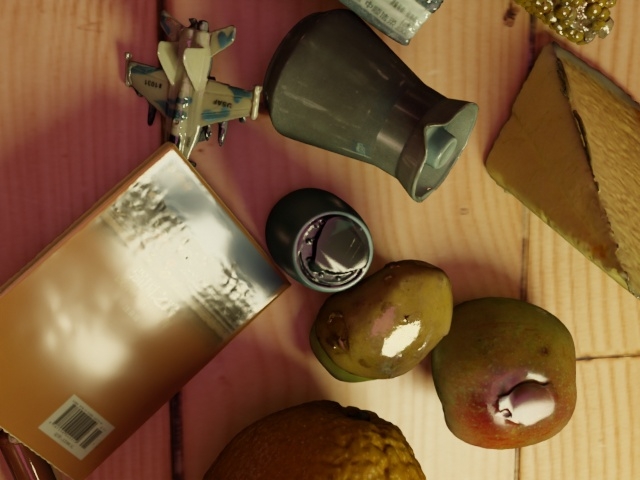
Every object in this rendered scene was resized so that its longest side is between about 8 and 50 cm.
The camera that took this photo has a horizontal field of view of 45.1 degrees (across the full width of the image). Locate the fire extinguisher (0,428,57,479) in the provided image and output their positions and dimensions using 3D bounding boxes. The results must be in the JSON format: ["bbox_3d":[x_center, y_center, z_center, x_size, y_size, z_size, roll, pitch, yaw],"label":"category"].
[{"bbox_3d":[-0.380,0.288,0.993,0.062,0.050,0.177,-32,106,-48],"label":"fire extinguisher"}]

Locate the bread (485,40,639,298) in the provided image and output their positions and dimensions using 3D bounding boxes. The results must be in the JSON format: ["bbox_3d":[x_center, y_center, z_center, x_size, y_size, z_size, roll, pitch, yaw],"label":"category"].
[{"bbox_3d":[0.439,-0.027,0.961,0.346,0.405,0.242,27,103,-25],"label":"bread"}]

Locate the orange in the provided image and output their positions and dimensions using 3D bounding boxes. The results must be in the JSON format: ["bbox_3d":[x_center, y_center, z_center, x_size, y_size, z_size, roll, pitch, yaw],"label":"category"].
[{"bbox_3d":[-0.012,0.374,0.937,0.322,0.322,0.357,26,85,-13],"label":"orange"}]

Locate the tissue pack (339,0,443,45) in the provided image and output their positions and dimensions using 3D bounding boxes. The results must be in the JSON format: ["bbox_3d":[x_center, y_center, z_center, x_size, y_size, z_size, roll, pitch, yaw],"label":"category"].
[{"bbox_3d":[0.028,-0.358,0.908,0.257,0.185,0.081,32,129,-13],"label":"tissue pack"}]

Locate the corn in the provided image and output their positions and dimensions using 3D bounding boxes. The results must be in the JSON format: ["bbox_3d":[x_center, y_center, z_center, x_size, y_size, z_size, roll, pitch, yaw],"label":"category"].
[{"bbox_3d":[0.252,-0.363,0.992,0.320,0.097,0.097,30,92,-11],"label":"corn"}]

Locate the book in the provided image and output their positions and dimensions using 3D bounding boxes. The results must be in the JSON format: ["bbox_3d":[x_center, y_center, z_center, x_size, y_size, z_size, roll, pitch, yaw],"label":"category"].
[{"bbox_3d":[-0.241,0.095,0.941,0.374,0.028,0.262,-43,121,-10],"label":"book"}]

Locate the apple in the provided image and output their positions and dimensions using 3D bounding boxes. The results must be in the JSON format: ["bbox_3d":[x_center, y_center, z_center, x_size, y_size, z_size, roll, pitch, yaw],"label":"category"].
[{"bbox_3d":[0.245,0.169,1.027,0.188,0.174,0.207,-8,56,10],"label":"apple"}]

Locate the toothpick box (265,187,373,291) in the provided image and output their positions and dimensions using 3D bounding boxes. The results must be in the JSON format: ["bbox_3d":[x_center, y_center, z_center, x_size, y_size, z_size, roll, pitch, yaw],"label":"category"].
[{"bbox_3d":[0.000,0.000,0.952,0.120,0.184,0.120,-2,98,-11],"label":"toothpick box"}]

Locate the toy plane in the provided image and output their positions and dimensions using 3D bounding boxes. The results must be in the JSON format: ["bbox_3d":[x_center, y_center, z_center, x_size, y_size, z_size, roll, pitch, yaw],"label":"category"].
[{"bbox_3d":[-0.167,-0.143,0.954,0.192,0.088,0.262,18,118,17],"label":"toy plane"}]

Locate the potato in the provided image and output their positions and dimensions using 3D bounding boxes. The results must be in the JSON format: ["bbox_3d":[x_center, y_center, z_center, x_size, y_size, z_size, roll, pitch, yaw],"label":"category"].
[{"bbox_3d":[0.081,0.097,0.929,0.176,0.137,0.137,-32,103,16],"label":"potato"}]

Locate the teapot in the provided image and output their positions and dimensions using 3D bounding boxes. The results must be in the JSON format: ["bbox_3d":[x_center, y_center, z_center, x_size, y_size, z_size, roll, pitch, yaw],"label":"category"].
[{"bbox_3d":[0.062,-0.152,0.927,0.225,0.203,0.171,36,82,19],"label":"teapot"}]

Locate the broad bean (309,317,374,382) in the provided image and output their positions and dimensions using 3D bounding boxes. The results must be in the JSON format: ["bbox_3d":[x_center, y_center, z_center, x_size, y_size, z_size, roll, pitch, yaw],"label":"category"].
[{"bbox_3d":[0.074,0.117,1.035,0.174,0.082,0.124,-42,79,5],"label":"broad bean"}]
